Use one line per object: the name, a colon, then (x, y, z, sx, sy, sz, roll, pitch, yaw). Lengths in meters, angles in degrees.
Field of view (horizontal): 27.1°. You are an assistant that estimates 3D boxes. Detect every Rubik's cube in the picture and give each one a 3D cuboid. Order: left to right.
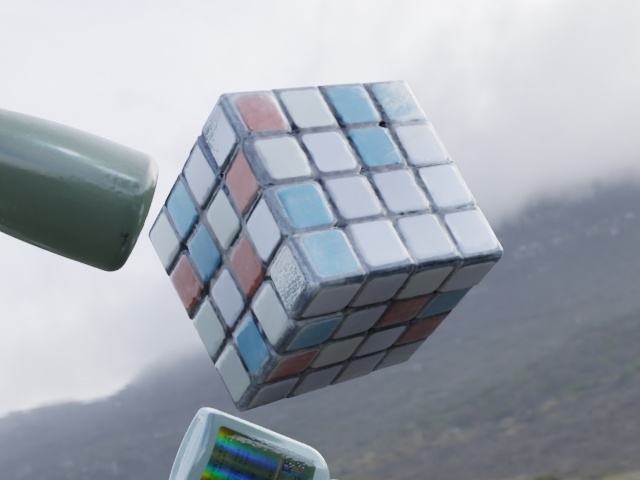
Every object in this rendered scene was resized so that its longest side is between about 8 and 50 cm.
Rubik's cube: (-0.001, 0.000, 1.464, 0.259, 0.256, 0.253, -12, -29, -33)

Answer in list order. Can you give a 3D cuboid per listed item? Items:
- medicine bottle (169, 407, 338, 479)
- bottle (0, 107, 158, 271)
medicine bottle: (-0.064, 0.298, 1.630, 0.229, 0.121, 0.083, 25, -9, -22)
bottle: (-0.391, -0.085, 1.697, 0.347, 0.168, 0.168, 19, -21, -15)
